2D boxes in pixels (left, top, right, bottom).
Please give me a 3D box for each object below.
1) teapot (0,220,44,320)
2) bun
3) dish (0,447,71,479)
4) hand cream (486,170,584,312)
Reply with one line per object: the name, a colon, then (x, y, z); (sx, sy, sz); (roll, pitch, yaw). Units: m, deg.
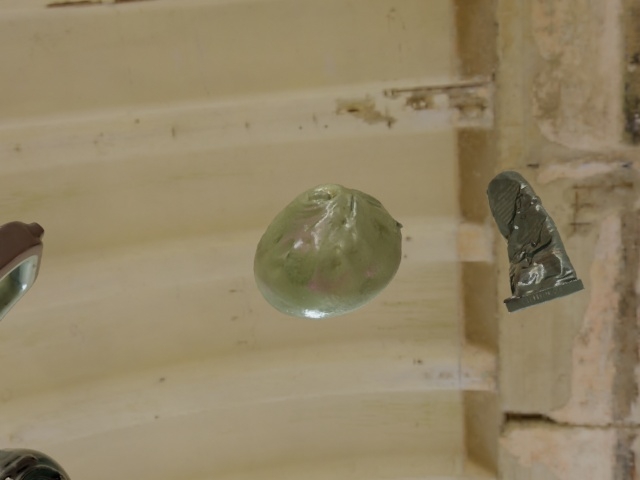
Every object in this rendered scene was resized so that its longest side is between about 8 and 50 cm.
teapot: (-0.452, 0.110, 0.865); (0.315, 0.233, 0.312); (-47, 2, -43)
bun: (0.000, 0.000, 1.320); (0.283, 0.283, 0.179); (-77, -33, -49)
dish: (-0.263, 0.259, 0.715); (0.141, 0.078, 0.141); (52, -155, -37)
hand cream: (0.228, -0.010, 0.855); (0.052, 0.075, 0.248); (37, -153, -18)
